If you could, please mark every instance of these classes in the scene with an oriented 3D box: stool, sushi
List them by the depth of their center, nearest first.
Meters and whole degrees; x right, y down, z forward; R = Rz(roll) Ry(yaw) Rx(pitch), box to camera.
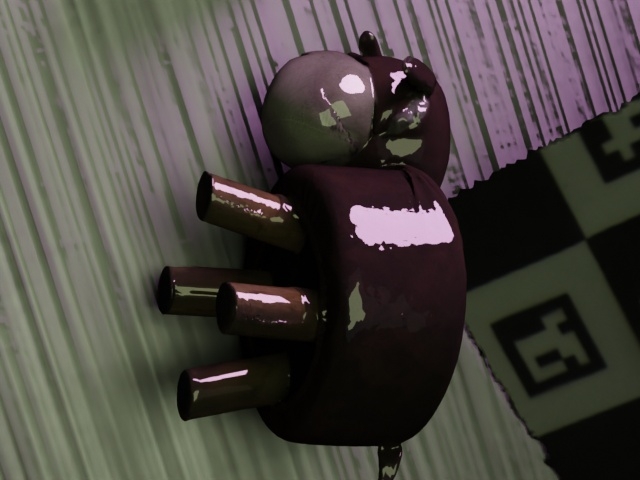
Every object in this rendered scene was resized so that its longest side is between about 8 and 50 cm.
[{"bbox_3d":[0.000,0.000,0.840,0.121,0.125,0.217,8,75,-20],"label":"stool"},{"bbox_3d":[0.265,0.064,0.930,0.296,0.100,0.373,-28,100,24],"label":"sushi"}]
